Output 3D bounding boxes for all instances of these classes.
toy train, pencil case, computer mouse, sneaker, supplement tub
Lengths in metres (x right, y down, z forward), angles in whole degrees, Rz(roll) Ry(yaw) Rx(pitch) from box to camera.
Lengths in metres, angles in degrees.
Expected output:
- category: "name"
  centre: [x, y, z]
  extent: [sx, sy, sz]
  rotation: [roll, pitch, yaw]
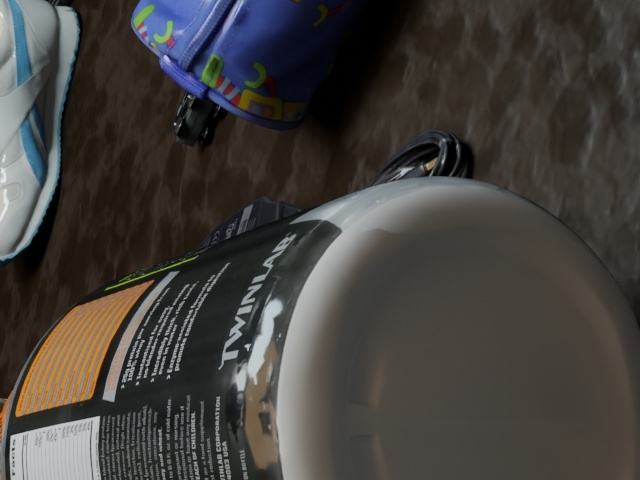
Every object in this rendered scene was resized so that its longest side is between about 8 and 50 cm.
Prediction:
- category: "toy train"
  centre: [-0.057, -0.132, 1.054]
  extent: [0.158, 0.027, 0.036]
  rotation: [-61, 22, 26]
- category: "pencil case"
  centre: [0.002, -0.208, 0.883]
  extent: [0.119, 0.133, 0.306]
  rotation: [37, 117, 16]
- category: "computer mouse"
  centre: [0.000, 0.000, 0.895]
  extent: [0.242, 0.041, 0.071]
  rotation: [-24, 40, 48]
- category: "sneaker"
  centre: [-0.261, -0.091, 1.318]
  extent: [0.087, 0.092, 0.229]
  rotation: [-18, 64, 54]
- category: "supplement tub"
  centre: [-0.020, 0.093, 0.721]
  extent: [0.316, 0.193, 0.194]
  rotation: [-17, 63, 57]

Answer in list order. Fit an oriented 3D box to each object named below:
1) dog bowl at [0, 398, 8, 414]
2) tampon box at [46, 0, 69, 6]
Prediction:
- category: "dog bowl"
  centre: [-0.197, 0.256, 0.826]
  extent: [0.102, 0.348, 0.349]
  rotation: [128, 144, -55]
- category: "tampon box"
  centre: [-0.243, -0.295, 1.367]
  extent: [0.120, 0.101, 0.161]
  rotation: [-45, 41, 41]
